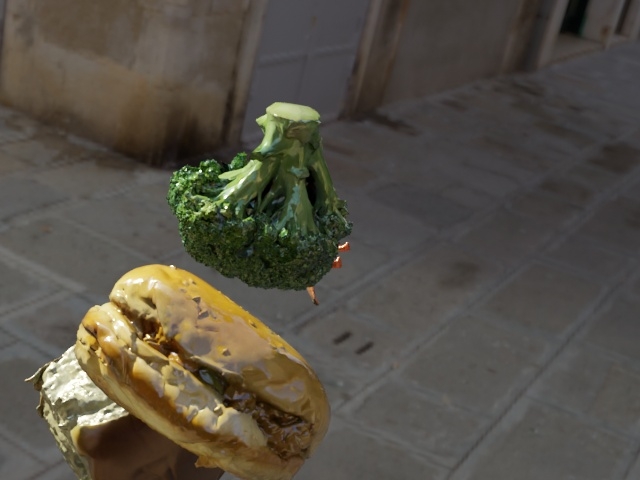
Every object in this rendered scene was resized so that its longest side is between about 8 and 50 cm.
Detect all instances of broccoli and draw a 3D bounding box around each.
[{"bbox_3d":[-0.073,-0.057,1.393,0.269,0.270,0.270,16,27,-8],"label":"broccoli"}]

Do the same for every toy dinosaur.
[{"bbox_3d":[-0.001,-0.005,1.749,0.101,0.055,0.280,-4,41,14],"label":"toy dinosaur"}]

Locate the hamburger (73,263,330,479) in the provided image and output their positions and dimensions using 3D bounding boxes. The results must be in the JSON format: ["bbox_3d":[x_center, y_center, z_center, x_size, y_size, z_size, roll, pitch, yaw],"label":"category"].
[{"bbox_3d":[-0.137,0.170,1.198,0.304,0.284,0.174,37,71,14],"label":"hamburger"}]

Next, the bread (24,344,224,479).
[{"bbox_3d":[-0.267,0.282,1.533,0.250,0.279,0.225,-31,41,-24],"label":"bread"}]
